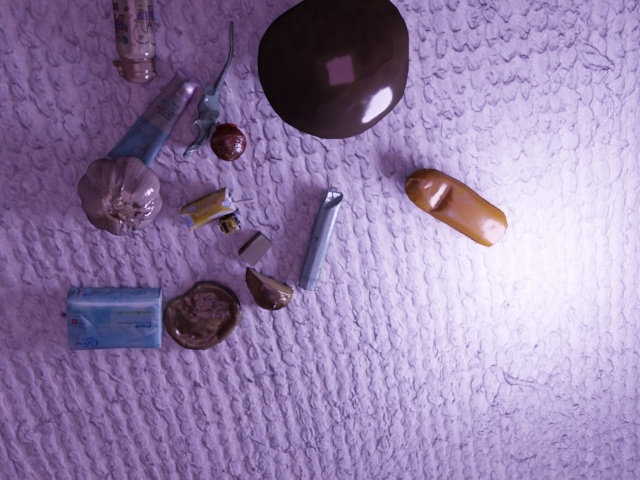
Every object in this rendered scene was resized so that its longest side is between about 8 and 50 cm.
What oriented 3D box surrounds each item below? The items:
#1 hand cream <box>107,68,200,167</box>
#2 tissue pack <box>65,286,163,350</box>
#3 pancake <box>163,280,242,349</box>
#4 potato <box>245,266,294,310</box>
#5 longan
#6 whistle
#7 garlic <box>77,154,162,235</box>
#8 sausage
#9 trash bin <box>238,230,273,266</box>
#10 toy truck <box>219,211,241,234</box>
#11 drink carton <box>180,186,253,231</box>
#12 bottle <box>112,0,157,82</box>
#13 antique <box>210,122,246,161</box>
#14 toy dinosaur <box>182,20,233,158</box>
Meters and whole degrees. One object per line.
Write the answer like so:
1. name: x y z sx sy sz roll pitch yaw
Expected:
1. hand cream: -0.443 -0.315 1.545 0.111 0.070 0.312 34 105 -22
2. tissue pack: -0.598 0.230 1.683 0.263 0.089 0.177 2 110 -9
3. pancake: -0.357 0.232 1.749 0.236 0.042 0.223 -15 108 -5
4. potato: -0.163 0.163 1.723 0.172 0.089 0.101 32 106 -29
5. longan: 0.038 -0.448 1.447 0.404 0.336 0.405 -2 74 6
6. whistle: 0.000 0.000 1.725 0.062 0.062 0.312 13 105 -13
7. garlic: -0.534 -0.113 1.544 0.227 0.152 0.228 -3 117 -5
8. sausage: 0.400 -0.110 1.730 0.353 0.116 0.134 32 115 -15
9. trash bin: -0.192 0.024 1.711 0.092 0.043 0.061 -46 109 3
10. toy truck: -0.262 -0.051 1.650 0.054 0.083 0.049 -26 110 -1
11. drink carton: -0.293 -0.100 1.629 0.199 0.084 0.075 -26 109 2
12. bottle: -0.475 -0.507 1.458 0.109 0.097 0.209 -2 108 -9
13. antique: -0.251 -0.264 1.575 0.103 0.104 0.104 -3 108 -9
14. toy dinosaur: -0.277 -0.381 1.517 0.076 0.129 0.383 23 102 -23
